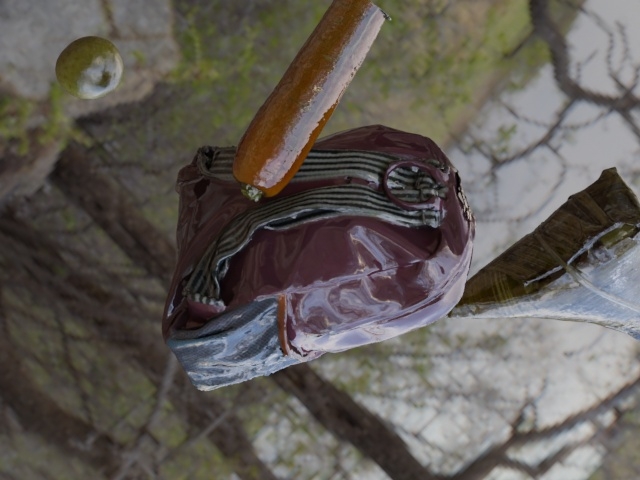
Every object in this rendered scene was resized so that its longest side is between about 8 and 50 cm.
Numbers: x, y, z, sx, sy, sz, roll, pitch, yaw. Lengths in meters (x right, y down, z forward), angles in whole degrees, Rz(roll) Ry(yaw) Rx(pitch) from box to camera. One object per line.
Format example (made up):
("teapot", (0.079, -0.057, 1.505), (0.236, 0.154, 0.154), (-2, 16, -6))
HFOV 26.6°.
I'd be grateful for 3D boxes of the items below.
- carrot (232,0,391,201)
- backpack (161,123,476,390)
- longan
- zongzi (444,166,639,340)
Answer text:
("carrot", (-0.015, -0.137, 1.316), (0.225, 0.067, 0.067), (-57, 167, -6))
("backpack", (0.000, 0.000, 1.389), (0.317, 0.283, 0.197), (-14, 137, 14))
("longan", (-0.256, -0.188, 1.489), (0.075, 0.075, 0.083), (-35, -167, -36))
("zongzi", (0.324, 0.075, 1.770), (0.288, 0.134, 0.286), (-33, 135, 10))
